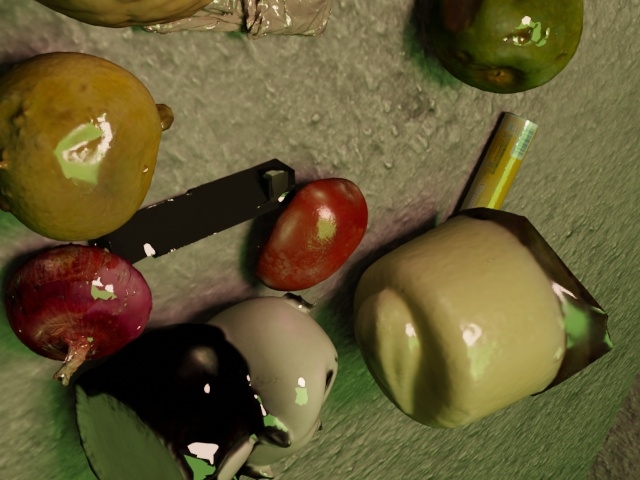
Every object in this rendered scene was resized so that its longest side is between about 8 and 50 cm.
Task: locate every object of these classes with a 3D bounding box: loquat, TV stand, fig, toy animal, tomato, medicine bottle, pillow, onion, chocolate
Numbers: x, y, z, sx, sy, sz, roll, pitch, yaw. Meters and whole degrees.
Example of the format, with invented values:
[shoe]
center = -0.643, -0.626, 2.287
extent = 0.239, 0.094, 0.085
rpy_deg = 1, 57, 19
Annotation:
[loquat]
center = -0.219, -0.089, 0.680
extent = 0.204, 0.149, 0.172
rpy_deg = -35, 134, -40
[TV stand]
center = -0.142, -0.034, 0.883
extent = 0.256, 0.040, 0.049
rpy_deg = -24, 132, -33
[fig]
center = 0.258, -0.345, 0.992
extent = 0.206, 0.206, 0.275
rpy_deg = 25, 74, -51
[toy animal]
center = -0.119, 0.192, 0.927
extent = 0.310, 0.251, 0.251
rpy_deg = -29, 136, -47
[tomato]
center = 0.000, 0.004, 0.998
extent = 0.174, 0.082, 0.166
rpy_deg = -58, 159, 17
[medicine bottle]
center = 0.297, -0.106, 1.261
extent = 0.074, 0.074, 0.218
rpy_deg = 12, 106, -49
[pillow]
center = -0.072, -0.279, 0.777
extent = 0.248, 0.049, 0.135
rpy_deg = -13, 121, -44
[onion]
center = -0.252, 0.087, 0.763
extent = 0.150, 0.140, 0.150
rpy_deg = -5, 127, -6
[chocolate]
center = 0.205, 0.149, 1.149
extent = 0.297, 0.326, 0.314
rpy_deg = -33, 169, -30

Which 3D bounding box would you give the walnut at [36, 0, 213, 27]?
[walnut]
center = -0.129, -0.290, 0.503
extent = 0.277, 0.313, 0.252
rpy_deg = -25, 149, -42
